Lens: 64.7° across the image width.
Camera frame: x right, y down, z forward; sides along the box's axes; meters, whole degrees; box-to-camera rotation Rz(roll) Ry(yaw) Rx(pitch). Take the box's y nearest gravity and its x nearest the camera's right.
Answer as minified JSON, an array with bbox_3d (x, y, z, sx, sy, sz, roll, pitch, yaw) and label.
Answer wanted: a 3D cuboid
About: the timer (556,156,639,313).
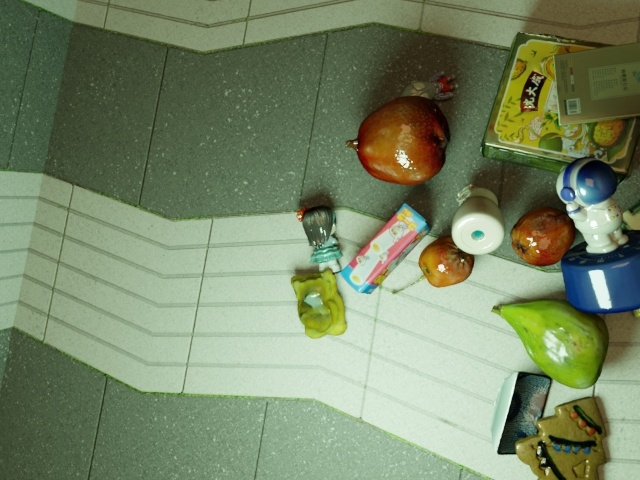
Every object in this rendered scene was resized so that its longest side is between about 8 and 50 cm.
[{"bbox_3d":[0.728,-0.032,1.314,0.271,0.270,0.383,-22,99,13],"label":"timer"}]

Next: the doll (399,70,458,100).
[{"bbox_3d":[0.341,-0.489,1.683,0.228,0.075,0.102,-18,88,2],"label":"doll"}]

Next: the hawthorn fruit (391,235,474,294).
[{"bbox_3d":[0.349,0.106,1.592,0.165,0.165,0.285,55,129,15],"label":"hawthorn fruit"}]

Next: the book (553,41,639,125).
[{"bbox_3d":[0.828,-0.442,1.415,0.311,0.021,0.216,-3,82,16],"label":"book"}]

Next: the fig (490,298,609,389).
[{"bbox_3d":[0.649,0.264,1.422,0.314,0.233,0.232,29,93,11],"label":"fig"}]

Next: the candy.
[{"bbox_3d":[0.210,0.034,1.617,0.100,0.157,0.305,44,97,17],"label":"candy"}]

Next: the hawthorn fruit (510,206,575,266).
[{"bbox_3d":[0.656,-0.013,1.498,0.174,0.173,0.179,27,65,18],"label":"hawthorn fruit"}]

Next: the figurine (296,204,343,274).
[{"bbox_3d":[0.000,0.000,1.713,0.138,0.110,0.245,-12,88,18],"label":"figurine"}]

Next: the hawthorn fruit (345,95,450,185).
[{"bbox_3d":[0.262,-0.301,1.585,0.311,0.295,0.294,-20,76,49],"label":"hawthorn fruit"}]

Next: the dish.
[{"bbox_3d":[0.569,0.495,1.480,0.080,0.182,0.243,12,86,55],"label":"dish"}]

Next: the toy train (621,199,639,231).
[{"bbox_3d":[0.988,-0.111,1.401,0.326,0.159,0.129,-41,72,13],"label":"toy train"}]

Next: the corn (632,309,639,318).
[{"bbox_3d":[0.970,0.183,1.422,0.166,0.063,0.084,-8,106,18],"label":"corn"}]

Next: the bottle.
[{"bbox_3d":[0.476,-0.078,1.525,0.148,0.236,0.147,9,126,12],"label":"bottle"}]

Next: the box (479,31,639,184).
[{"bbox_3d":[0.741,-0.397,1.518,0.421,0.138,0.372,17,89,17],"label":"box"}]

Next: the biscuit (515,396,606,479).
[{"bbox_3d":[0.701,0.576,1.429,0.278,0.043,0.301,26,83,-2],"label":"biscuit"}]

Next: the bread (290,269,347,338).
[{"bbox_3d":[-0.008,0.221,1.682,0.161,0.088,0.232,-13,101,26],"label":"bread"}]
